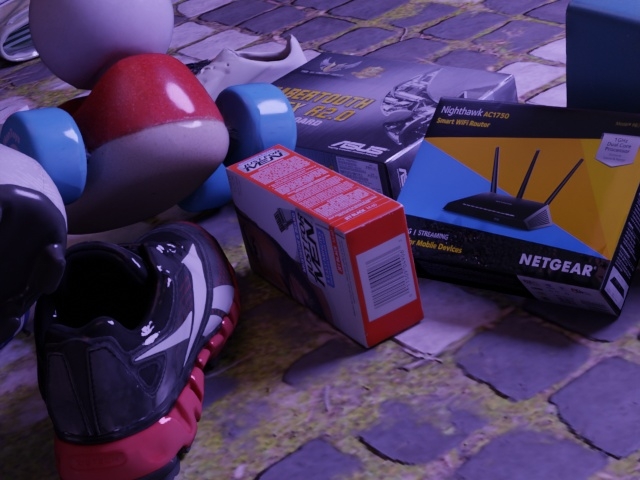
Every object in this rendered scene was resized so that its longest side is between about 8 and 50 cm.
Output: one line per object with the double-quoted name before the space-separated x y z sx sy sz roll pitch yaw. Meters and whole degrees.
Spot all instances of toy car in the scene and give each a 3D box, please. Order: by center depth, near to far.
"toy car" -0.174 -0.138 1.013 0.219 0.238 0.210 -11 -9 -32

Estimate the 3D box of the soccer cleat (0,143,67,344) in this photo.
"soccer cleat" -0.285 0.071 0.788 0.331 0.116 0.143 -45 38 1

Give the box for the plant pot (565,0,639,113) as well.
"plant pot" 0.318 -0.100 0.897 0.234 0.165 0.165 21 42 38

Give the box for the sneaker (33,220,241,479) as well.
"sneaker" -0.119 0.040 0.848 0.098 0.135 0.276 -9 26 12

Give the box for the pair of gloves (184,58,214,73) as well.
"pair of gloves" -0.146 -0.181 1.410 0.074 0.010 0.083 -15 25 -1

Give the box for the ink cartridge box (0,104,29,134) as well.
"ink cartridge box" -0.341 -0.122 1.363 0.083 0.028 0.048 -1 30 21

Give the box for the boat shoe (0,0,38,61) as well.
"boat shoe" -0.292 -0.308 1.639 0.302 0.109 0.094 -30 46 -12

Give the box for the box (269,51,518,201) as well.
"box" 0.032 -0.100 1.129 0.231 0.056 0.183 15 39 42

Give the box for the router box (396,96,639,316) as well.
"router box" 0.143 -0.029 0.892 0.179 0.046 0.133 10 69 37

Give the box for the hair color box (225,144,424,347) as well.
"hair color box" 0.000 0.000 0.915 0.053 0.093 0.167 -25 29 -22

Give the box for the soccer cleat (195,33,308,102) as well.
"soccer cleat" -0.106 -0.151 1.263 0.196 0.076 0.068 -16 27 -5

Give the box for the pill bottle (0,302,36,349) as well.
"pill bottle" -0.286 0.067 0.910 0.094 0.094 0.169 3 31 28
